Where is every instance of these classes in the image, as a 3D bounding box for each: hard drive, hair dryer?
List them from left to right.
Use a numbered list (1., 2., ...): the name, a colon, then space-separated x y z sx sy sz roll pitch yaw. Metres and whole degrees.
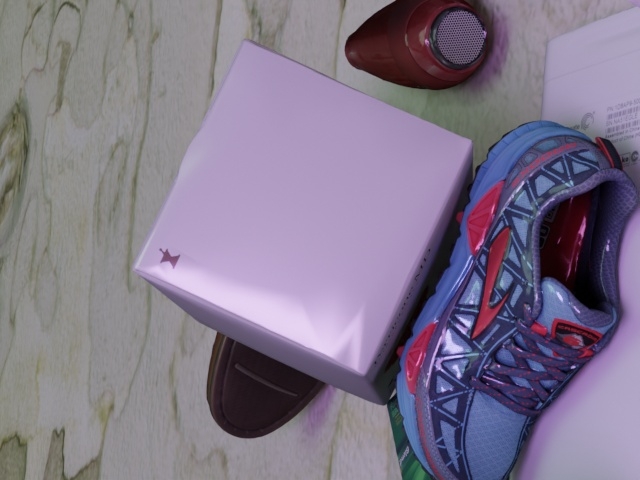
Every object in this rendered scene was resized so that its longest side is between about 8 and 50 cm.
1. hair dryer: 0.113 -0.224 1.511 0.293 0.080 0.223 -45 26 39
2. hard drive: 0.218 0.014 1.214 0.233 0.047 0.353 -15 66 60

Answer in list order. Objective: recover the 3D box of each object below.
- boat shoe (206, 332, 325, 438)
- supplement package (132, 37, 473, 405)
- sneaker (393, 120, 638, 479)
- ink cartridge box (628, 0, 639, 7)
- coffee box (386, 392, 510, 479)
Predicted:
1. boat shoe: -0.023 0.025 1.620 0.307 0.111 0.104 -66 24 3
2. supplement package: 0.000 0.000 1.320 0.177 0.175 0.293 -64 -8 -6
3. sneaker: 0.133 0.052 1.199 0.125 0.104 0.261 25 102 60
4. ink cartridge box: 0.295 -0.272 1.056 0.278 0.117 0.201 -36 49 39
5. coffee box: 0.106 0.172 1.370 0.113 0.040 0.184 -51 38 42
